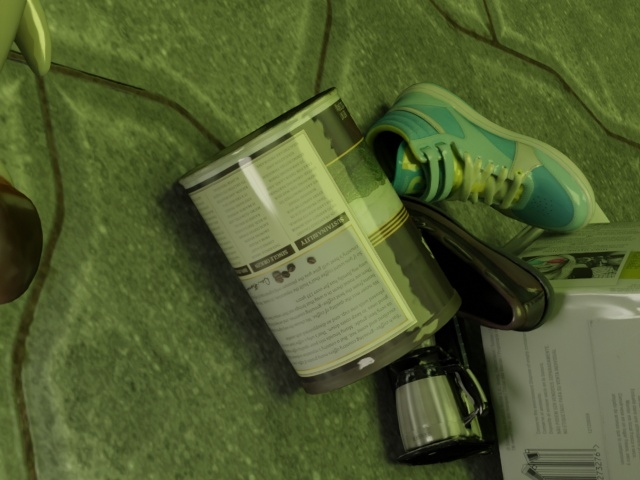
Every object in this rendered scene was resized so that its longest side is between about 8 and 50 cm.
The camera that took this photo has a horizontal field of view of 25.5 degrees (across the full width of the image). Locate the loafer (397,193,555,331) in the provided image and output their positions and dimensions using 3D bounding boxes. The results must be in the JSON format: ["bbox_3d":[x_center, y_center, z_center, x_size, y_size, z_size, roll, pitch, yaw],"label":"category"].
[{"bbox_3d":[0.128,0.024,1.667,0.303,0.109,0.095,25,20,22],"label":"loafer"}]

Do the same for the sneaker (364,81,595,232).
[{"bbox_3d":[0.196,-0.077,1.882,0.319,0.127,0.208,30,36,16],"label":"sneaker"}]

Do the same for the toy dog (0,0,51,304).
[{"bbox_3d":[-0.360,-0.107,1.097,0.395,0.285,0.407,38,39,-63],"label":"toy dog"}]

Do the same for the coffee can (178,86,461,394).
[{"bbox_3d":[0.000,0.000,1.547,0.275,0.202,0.201,59,33,-8],"label":"coffee can"}]

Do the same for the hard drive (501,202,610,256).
[{"bbox_3d":[0.387,0.100,2.055,0.307,0.203,0.040,52,-7,-19],"label":"hard drive"}]

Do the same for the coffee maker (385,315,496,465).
[{"bbox_3d":[0.136,0.178,1.722,0.171,0.120,0.178,61,16,-72],"label":"coffee maker"}]

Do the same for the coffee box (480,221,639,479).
[{"bbox_3d":[0.431,0.173,1.818,0.334,0.338,0.337,-33,117,-60],"label":"coffee box"}]
